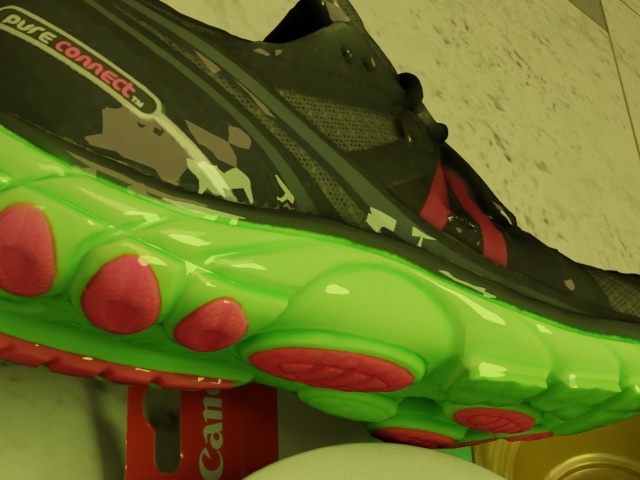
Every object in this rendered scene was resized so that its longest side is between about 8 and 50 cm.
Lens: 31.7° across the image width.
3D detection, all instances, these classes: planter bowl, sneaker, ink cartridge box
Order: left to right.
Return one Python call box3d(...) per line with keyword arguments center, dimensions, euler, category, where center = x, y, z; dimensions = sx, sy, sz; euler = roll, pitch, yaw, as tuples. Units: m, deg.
box3d(center=(-0.003, 0.100, 0.641), dimensions=(0.224, 0.056, 0.181), euler=(16, 64, -42), category="ink cartridge box")
box3d(center=(0.031, -0.015, 0.549), dimensions=(0.483, 0.185, 0.202), euler=(21, 62, -41), category="sneaker")
box3d(center=(0.209, 0.175, 0.779), dimensions=(0.217, 0.090, 0.217), euler=(0, 45, 0), category="planter bowl")

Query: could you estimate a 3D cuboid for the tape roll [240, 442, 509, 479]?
box3d(center=(0.046, 0.282, 0.493), dimensions=(0.392, 0.072, 0.392), euler=(21, 51, -28), category="tape roll")
